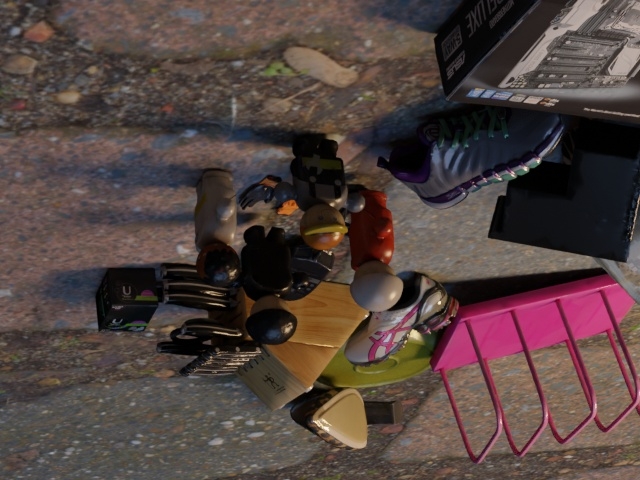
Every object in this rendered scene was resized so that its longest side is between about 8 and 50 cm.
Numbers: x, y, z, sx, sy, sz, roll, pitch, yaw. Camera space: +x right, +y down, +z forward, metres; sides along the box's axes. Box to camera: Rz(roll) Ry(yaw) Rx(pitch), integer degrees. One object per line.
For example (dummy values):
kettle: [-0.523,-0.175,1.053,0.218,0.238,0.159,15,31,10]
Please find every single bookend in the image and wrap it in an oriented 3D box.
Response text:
bookend: [0.270,-0.068,1.674,0.157,0.072,0.156,10,131,10]

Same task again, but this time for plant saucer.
plant saucer: [0.080,0.168,2.261,0.241,0.037,0.241,-8,155,-4]

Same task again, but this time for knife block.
knife block: [-0.088,0.085,1.994,0.088,0.242,0.276,-35,-170,45]

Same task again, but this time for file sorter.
file sorter: [0.333,0.183,2.166,0.290,0.182,0.202,-12,157,-13]

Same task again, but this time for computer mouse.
computer mouse: [0.000,0.000,1.883,0.071,0.041,0.242,19,140,-22]

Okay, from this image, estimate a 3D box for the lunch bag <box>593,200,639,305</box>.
lunch bag: [0.460,-0.020,1.823,0.235,0.169,0.287,-32,147,22]

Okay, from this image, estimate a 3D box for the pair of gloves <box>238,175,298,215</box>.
pair of gloves: [-0.048,-0.050,1.780,0.083,0.010,0.074,9,150,-32]

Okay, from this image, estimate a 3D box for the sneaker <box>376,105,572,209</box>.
sneaker: [0.165,-0.107,1.655,0.098,0.083,0.223,25,136,-34]

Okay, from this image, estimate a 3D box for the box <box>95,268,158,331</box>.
box: [-0.242,0.075,1.929,0.062,0.052,0.083,1,153,-21]

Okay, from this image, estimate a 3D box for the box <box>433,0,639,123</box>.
box: [0.301,-0.210,1.477,0.307,0.076,0.242,5,152,-27]

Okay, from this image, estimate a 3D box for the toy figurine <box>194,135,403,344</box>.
toy figurine: [-0.029,0.006,1.715,0.213,0.148,0.209,-16,147,18]

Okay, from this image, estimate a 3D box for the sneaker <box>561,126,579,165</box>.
sneaker: [0.318,-0.092,1.778,0.071,0.068,0.170,-23,165,-5]

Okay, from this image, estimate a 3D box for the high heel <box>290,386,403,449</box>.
high heel: [-0.012,0.269,2.323,0.186,0.093,0.261,-5,174,28]

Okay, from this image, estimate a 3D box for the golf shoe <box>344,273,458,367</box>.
golf shoe: [0.095,0.105,2.103,0.186,0.067,0.086,-35,113,29]
